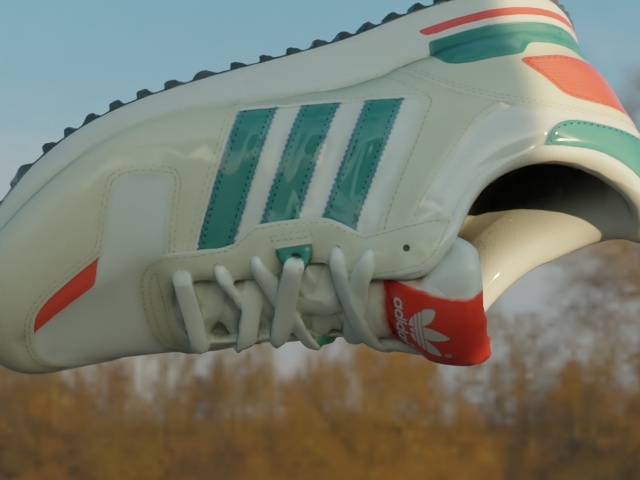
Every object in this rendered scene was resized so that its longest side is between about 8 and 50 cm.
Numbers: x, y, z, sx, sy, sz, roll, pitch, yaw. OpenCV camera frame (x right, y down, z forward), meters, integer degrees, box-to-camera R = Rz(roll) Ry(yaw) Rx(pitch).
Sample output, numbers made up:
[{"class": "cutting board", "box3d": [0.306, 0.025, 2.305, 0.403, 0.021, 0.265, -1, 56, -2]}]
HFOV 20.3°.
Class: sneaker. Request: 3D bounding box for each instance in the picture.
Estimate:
[{"class": "sneaker", "box3d": [0.000, 0.000, 0.402, 0.161, 0.075, 0.057, -22, -40, -10]}]
